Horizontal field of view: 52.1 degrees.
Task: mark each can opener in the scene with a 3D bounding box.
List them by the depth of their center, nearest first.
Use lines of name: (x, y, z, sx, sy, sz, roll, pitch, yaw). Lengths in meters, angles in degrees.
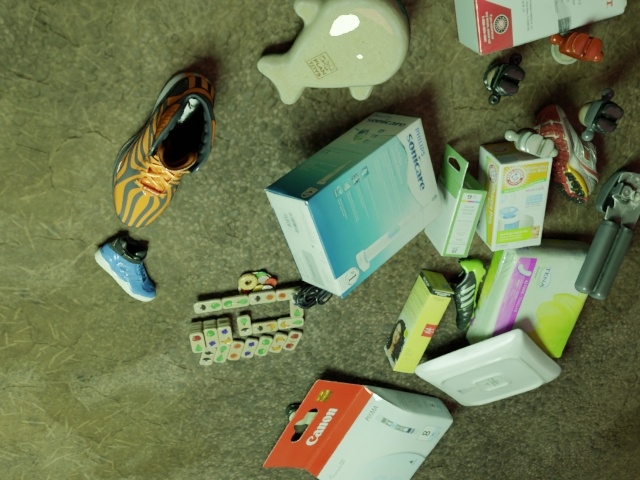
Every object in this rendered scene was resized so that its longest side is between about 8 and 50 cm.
can opener: (0.622, -0.015, 1.417, 0.076, 0.095, 0.283, 21, 93, -11)

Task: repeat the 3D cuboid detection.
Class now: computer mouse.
computer mouse: (0.000, 0.000, 1.344, 0.189, 0.072, 0.272, -26, 130, -17)

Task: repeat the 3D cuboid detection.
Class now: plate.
plate: (0.403, 0.321, 1.555, 0.278, 0.045, 0.277, -26, 138, 26)

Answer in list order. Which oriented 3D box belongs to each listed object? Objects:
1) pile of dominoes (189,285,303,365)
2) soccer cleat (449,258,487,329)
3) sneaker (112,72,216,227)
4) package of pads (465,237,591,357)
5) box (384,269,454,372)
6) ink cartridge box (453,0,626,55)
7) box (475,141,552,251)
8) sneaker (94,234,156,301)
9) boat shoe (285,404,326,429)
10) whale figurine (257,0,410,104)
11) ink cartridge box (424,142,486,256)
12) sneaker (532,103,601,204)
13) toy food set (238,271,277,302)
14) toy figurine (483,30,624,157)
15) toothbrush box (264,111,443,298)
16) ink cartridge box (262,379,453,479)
pile of dominoes: (-0.156, 0.201, 1.431, 0.251, 0.040, 0.195, -8, 129, -7)
soccer cleat: (0.326, 0.122, 1.501, 0.072, 0.060, 0.178, 7, 112, -5)
sneaker: (-0.282, -0.134, 1.142, 0.125, 0.180, 0.321, 20, 113, -22)
package of pads: (0.492, 0.136, 1.515, 0.229, 0.101, 0.296, 3, 119, -14)
box: (0.221, 0.187, 1.495, 0.058, 0.087, 0.232, 13, 115, -19)
ink cartridge box: (0.375, -0.463, 1.134, 0.273, 0.114, 0.196, -16, 121, -3)
box: (0.394, -0.094, 1.358, 0.114, 0.103, 0.203, -8, 121, -9)
sneaker: (-0.365, 0.053, 1.303, 0.085, 0.058, 0.152, -33, 115, 17)
boat shoe: (-0.026, 0.433, 1.610, 0.133, 0.042, 0.048, 20, 100, -31)
whale figurine: (0.025, -0.343, 1.138, 0.272, 0.141, 0.216, -22, 125, 30)
ink cartridge box: (0.280, -0.081, 1.338, 0.062, 0.109, 0.209, 2, 119, -14)
sneaker: (0.512, -0.187, 1.355, 0.093, 0.088, 0.225, -43, 119, -18)
toy food set: (-0.134, 0.102, 1.405, 0.083, 0.020, 0.083, -5, 120, -10)
toy figurine: (0.426, -0.266, 1.208, 0.213, 0.148, 0.209, -25, 102, 10)
toothbrush box: (0.073, -0.073, 1.214, 0.296, 0.126, 0.216, -38, 126, -25)
ink cartridge box: (0.096, 0.503, 1.622, 0.385, 0.091, 0.308, 16, 116, -30)
